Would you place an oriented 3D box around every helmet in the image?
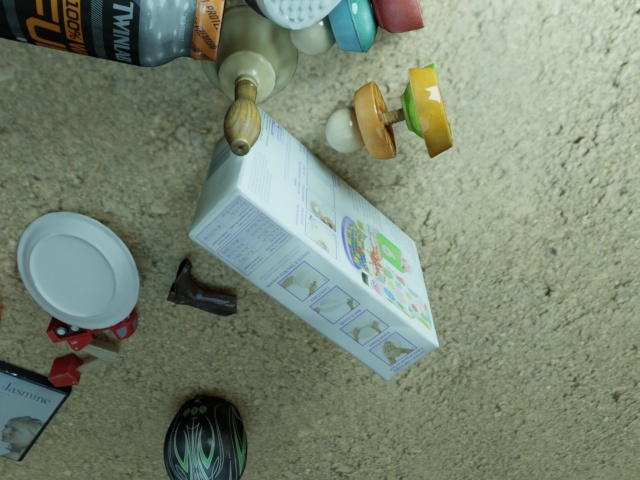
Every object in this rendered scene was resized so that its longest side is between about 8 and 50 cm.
[{"bbox_3d":[-0.213,0.392,1.182,0.169,0.161,0.169,-2,127,-2],"label":"helmet"}]

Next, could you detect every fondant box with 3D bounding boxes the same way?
[{"bbox_3d":[0.000,0.000,0.837,0.330,0.238,0.096,38,116,-22],"label":"fondant box"}]

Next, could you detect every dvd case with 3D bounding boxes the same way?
[{"bbox_3d":[-0.602,0.319,1.190,0.180,0.022,0.253,29,120,-23],"label":"dvd case"}]

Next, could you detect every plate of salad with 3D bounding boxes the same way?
[{"bbox_3d":[-0.369,0.046,0.977,0.200,0.048,0.199,4,114,9],"label":"plate of salad"}]

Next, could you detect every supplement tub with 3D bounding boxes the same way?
[{"bbox_3d":[-0.251,-0.289,0.643,0.316,0.193,0.193,9,126,-10],"label":"supplement tub"}]

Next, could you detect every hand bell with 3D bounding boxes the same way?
[{"bbox_3d":[-0.086,-0.165,0.717,0.126,0.242,0.126,-1,127,-2],"label":"hand bell"}]

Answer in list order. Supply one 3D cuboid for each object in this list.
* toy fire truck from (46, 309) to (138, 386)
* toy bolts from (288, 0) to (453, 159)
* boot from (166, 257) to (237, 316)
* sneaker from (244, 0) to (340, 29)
[{"bbox_3d":[-0.388,0.173,1.077,0.192,0.047,0.135,-15,127,6],"label":"toy fire truck"},{"bbox_3d":[0.054,-0.192,0.749,0.159,0.218,0.228,-14,109,14],"label":"toy bolts"},{"bbox_3d":[-0.180,0.080,1.026,0.114,0.037,0.106,19,137,-14],"label":"boot"},{"bbox_3d":[0.042,-0.354,0.670,0.321,0.127,0.126,-37,131,-7],"label":"sneaker"}]
